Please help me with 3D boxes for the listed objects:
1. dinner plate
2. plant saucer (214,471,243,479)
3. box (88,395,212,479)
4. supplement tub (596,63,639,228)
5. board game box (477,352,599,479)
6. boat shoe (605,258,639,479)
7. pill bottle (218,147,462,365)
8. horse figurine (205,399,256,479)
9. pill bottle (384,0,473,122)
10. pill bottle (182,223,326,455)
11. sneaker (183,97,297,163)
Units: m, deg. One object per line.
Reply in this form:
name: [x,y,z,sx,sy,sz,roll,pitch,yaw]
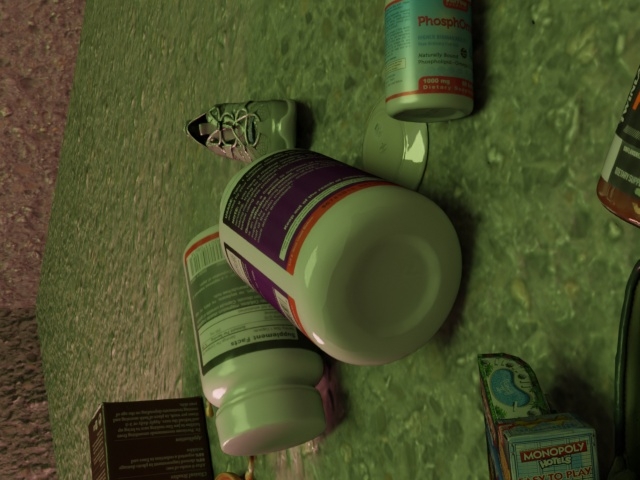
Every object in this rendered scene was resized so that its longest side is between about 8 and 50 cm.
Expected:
dinner plate: [0.078,-0.105,0.941,0.141,0.017,0.141,-11,77,62]
plant saucer: [-0.131,0.469,1.295,0.200,0.037,0.200,-1,89,62]
box: [-0.290,0.480,1.440,0.143,0.191,0.382,-51,44,50]
supplement tub: [0.252,-0.101,0.507,0.106,0.106,0.198,45,128,54]
board game box: [0.164,0.179,0.611,0.194,0.060,0.194,-90,-9,-59]
boat shoe: [0.225,0.155,0.521,0.114,0.091,0.303,159,119,-71]
pill bottle: [0.000,0.000,0.907,0.323,0.181,0.182,32,117,59]
horse figurine: [-0.117,0.234,1.248,0.263,0.066,0.175,43,127,55]
pill bottle: [0.107,-0.203,0.811,0.087,0.087,0.160,-6,84,62]
pill bottle: [-0.086,0.128,1.087,0.161,0.161,0.283,-52,44,49]
sneaker: [-0.121,-0.156,1.217,0.281,0.115,0.105,4,92,63]
